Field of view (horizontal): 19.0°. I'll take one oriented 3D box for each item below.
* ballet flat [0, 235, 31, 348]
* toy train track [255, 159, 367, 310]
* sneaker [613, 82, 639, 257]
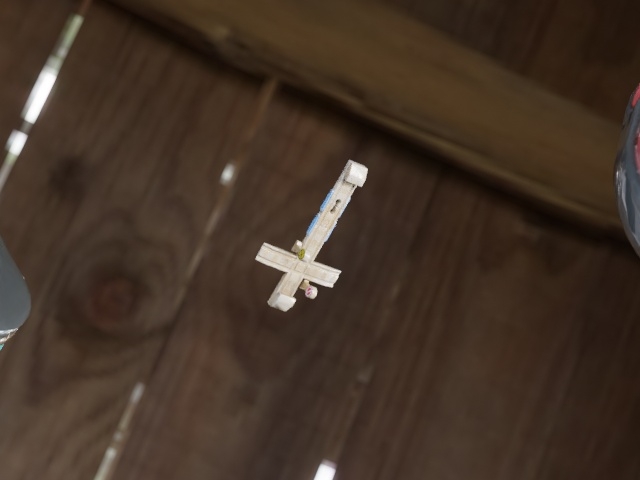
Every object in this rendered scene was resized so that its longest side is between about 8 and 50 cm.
[{"bbox_3d":[-0.207,-0.061,0.623,0.280,0.096,0.095,28,22,15],"label":"ballet flat"},{"bbox_3d":[0.000,0.000,0.933,0.048,0.083,0.014,20,17,-33],"label":"toy train track"},{"bbox_3d":[0.157,-0.093,0.388,0.097,0.276,0.135,39,-20,22],"label":"sneaker"}]
